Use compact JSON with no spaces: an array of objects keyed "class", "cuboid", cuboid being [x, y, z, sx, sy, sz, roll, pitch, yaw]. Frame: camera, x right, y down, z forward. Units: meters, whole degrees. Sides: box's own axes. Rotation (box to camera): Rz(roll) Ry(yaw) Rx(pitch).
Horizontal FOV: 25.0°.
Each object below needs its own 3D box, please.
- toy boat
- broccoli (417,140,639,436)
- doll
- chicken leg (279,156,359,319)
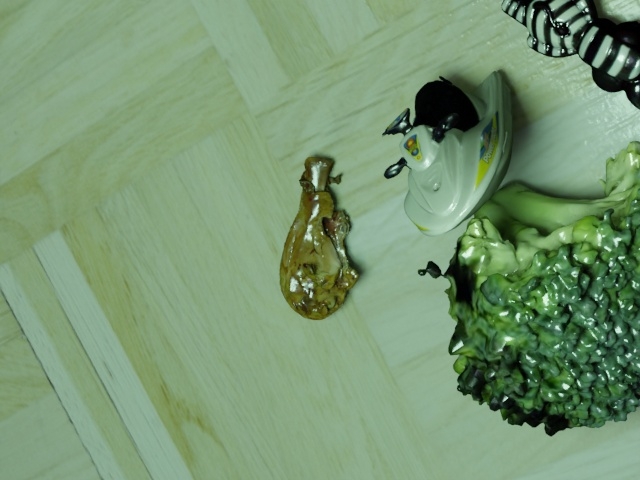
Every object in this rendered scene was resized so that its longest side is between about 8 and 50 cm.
[{"class":"toy boat","cuboid":[0.144,-0.106,1.614,0.140,0.269,0.141,6,113,14]},{"class":"broccoli","cuboid":[0.263,0.034,1.613,0.281,0.293,0.348,43,110,52]},{"class":"doll","cuboid":[0.304,-0.229,1.628,0.219,0.067,0.091,36,118,19]},{"class":"chicken leg","cuboid":[-0.002,0.000,1.816,0.101,0.085,0.208,-159,71,-65]}]
